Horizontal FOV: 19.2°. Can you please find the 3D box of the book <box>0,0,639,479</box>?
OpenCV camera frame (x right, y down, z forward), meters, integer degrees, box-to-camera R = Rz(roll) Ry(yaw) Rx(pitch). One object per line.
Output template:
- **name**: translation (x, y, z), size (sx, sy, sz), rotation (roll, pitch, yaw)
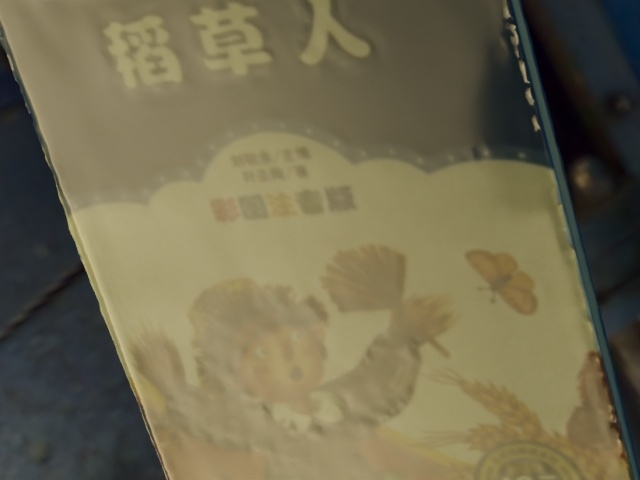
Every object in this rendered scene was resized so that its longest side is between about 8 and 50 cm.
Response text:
- **book**: translation (0.000, 0.000, 1.051), size (0.300, 0.039, 0.428), rotation (-6, -64, 27)
